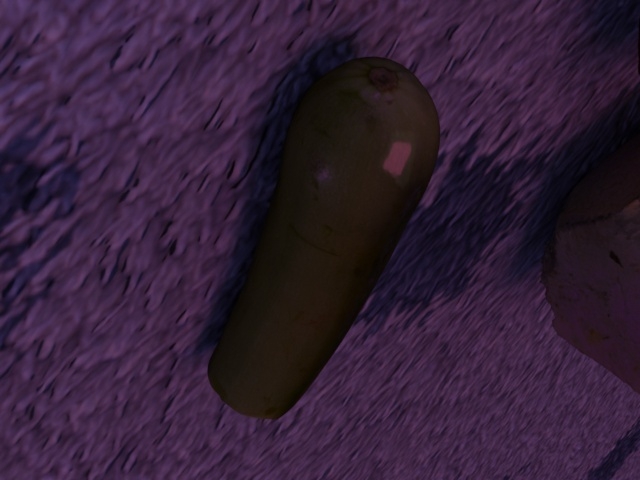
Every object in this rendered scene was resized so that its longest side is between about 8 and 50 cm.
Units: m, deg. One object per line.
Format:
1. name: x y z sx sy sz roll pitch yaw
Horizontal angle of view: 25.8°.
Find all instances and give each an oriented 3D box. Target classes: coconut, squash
1. coconut: 0.314 0.000 1.122 0.245 0.233 0.233 -33 153 -27
2. squash: 0.000 0.000 0.777 0.083 0.083 0.250 -25 152 -39

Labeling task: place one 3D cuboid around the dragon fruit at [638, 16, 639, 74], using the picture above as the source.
1. dragon fruit: 0.332 -0.149 0.903 0.252 0.241 0.241 -44 157 16
